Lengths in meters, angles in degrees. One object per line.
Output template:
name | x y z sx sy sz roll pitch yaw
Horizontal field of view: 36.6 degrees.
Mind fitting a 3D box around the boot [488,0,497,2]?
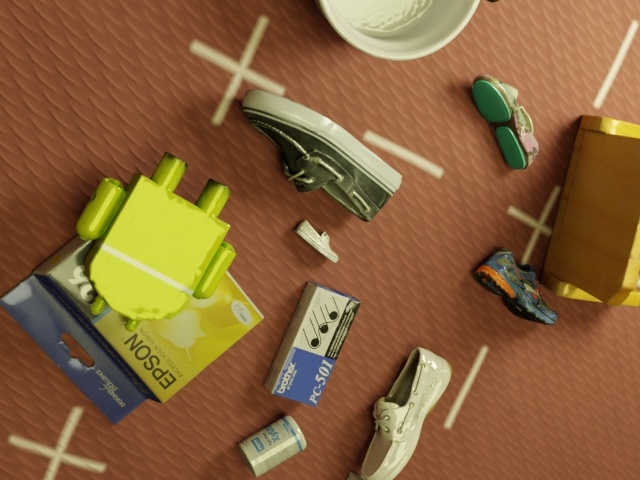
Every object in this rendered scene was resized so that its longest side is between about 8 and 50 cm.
boot | 0.271 -0.543 1.658 0.161 0.083 0.246 15 95 -22

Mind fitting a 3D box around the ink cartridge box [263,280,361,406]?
ink cartridge box | -0.014 0.185 1.727 0.097 0.046 0.207 22 93 -27

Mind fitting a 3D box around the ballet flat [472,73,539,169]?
ballet flat | 0.346 -0.232 1.783 0.079 0.077 0.221 -51 125 -27

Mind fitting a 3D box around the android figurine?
android figurine | -0.254 0.010 1.491 0.248 0.056 0.272 29 88 -27

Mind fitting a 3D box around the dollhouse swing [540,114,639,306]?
dollhouse swing | 0.610 -0.037 1.823 0.315 0.305 0.346 8 99 -27

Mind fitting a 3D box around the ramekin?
ramekin | 0.111 -0.434 1.550 0.277 0.135 0.277 -4 106 -12

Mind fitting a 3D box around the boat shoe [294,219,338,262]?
boat shoe | 0.000 0.000 1.693 0.100 0.035 0.035 40 87 -22

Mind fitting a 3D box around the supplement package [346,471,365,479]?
supplement package | 0.111 0.577 1.801 0.149 0.203 0.194 25 92 -28

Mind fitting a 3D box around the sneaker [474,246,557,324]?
sneaker | 0.398 0.093 1.884 0.221 0.083 0.087 40 77 -32

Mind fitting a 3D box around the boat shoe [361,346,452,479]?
boat shoe | 0.139 0.326 1.813 0.096 0.098 0.277 35 77 -26

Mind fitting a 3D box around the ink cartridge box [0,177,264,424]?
ink cartridge box | -0.296 0.111 1.562 0.307 0.072 0.303 -42 117 -12

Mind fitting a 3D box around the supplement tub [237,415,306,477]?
supplement tub | -0.086 0.366 1.727 0.107 0.071 0.071 -28 114 -18

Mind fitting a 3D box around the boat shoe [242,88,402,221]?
boat shoe | -0.002 -0.131 1.607 0.335 0.121 0.119 30 85 -31
